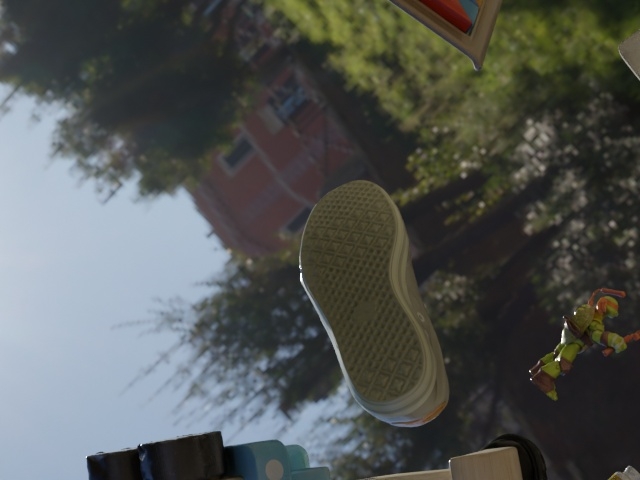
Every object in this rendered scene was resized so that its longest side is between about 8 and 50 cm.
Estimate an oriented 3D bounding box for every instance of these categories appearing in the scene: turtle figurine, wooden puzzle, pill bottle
[{"bbox_3d":[0.457,0.175,2.135,0.087,0.217,0.269,36,-170,-12],"label":"turtle figurine"},{"bbox_3d":[0.156,-0.367,1.684,0.238,0.044,0.221,37,-141,-12],"label":"wooden puzzle"},{"bbox_3d":[0.448,0.380,1.843,0.043,0.083,0.043,48,171,10],"label":"pill bottle"}]

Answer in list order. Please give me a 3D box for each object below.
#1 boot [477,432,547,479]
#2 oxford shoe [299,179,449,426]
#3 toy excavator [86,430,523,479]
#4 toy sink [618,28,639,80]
[{"bbox_3d":[0.187,0.420,1.763,0.131,0.348,0.260,19,170,39],"label":"boot"},{"bbox_3d":[0.077,0.090,1.738,0.130,0.169,0.449,54,-166,-44],"label":"oxford shoe"},{"bbox_3d":[-0.021,0.339,1.580,0.445,0.433,0.223,-4,-100,-38],"label":"toy excavator"},{"bbox_3d":[0.666,-0.332,2.153,0.153,0.234,0.131,57,-173,21],"label":"toy sink"}]
